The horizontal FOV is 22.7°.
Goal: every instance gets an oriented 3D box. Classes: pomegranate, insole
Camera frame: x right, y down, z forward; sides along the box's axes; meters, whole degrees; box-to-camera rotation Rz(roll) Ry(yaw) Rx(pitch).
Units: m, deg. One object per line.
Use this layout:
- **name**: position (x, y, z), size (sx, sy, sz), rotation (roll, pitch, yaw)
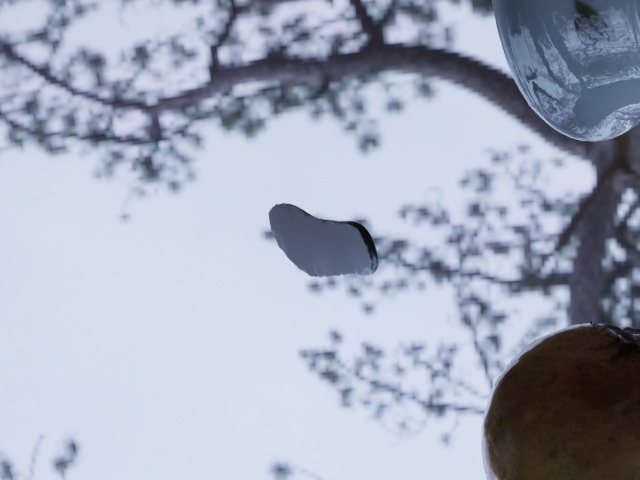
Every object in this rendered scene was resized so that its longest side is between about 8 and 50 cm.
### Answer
- **pomegranate**: position (0.329, 0.248, 1.794), size (0.322, 0.322, 0.322), rotation (-6, -152, 3)
- **insole**: position (0.000, 0.000, 2.166), size (0.012, 0.110, 0.309), rotation (-20, -170, -23)

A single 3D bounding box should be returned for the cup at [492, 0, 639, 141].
- **cup**: position (0.329, -0.266, 1.524), size (0.163, 0.347, 0.347), rotation (6, -152, 44)
